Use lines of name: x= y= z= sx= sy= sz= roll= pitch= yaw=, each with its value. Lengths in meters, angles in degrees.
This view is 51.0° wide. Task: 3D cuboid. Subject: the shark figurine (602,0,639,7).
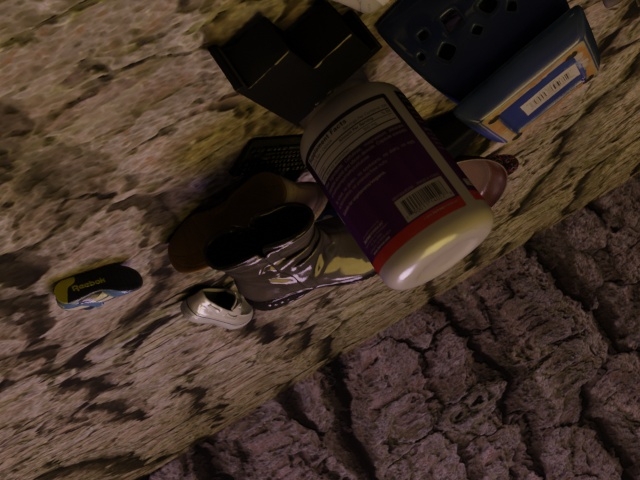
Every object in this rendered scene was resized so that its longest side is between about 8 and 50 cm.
shark figurine: x=0.480 y=-0.421 z=1.143 sx=0.278 sy=0.116 sz=0.166 roll=-25 pitch=159 yaw=-29

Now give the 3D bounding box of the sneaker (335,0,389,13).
sneaker: x=-0.027 y=-0.293 z=0.691 sx=0.121 sy=0.099 sz=0.262 roll=-33 pitch=155 yaw=25

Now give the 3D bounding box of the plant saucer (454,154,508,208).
plant saucer: x=0.290 y=-0.102 z=1.591 sx=0.311 sy=0.050 sz=0.310 roll=-16 pitch=148 yaw=-10

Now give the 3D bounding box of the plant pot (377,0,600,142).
plant pot: x=0.261 y=-0.283 z=0.972 sx=0.236 sy=0.212 sz=0.236 roll=-40 pitch=159 yaw=21

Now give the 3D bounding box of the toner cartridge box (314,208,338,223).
toner cartridge box: x=0.068 y=-0.014 z=1.445 sx=0.348 sy=0.075 sz=0.165 roll=-17 pitch=160 yaw=-9

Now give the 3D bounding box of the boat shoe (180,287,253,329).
boat shoe: x=-0.208 y=0.147 z=1.490 sx=0.076 sy=0.083 sz=0.226 roll=-39 pitch=160 yaw=21

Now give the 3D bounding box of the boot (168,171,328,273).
boot: x=-0.122 y=-0.028 z=1.182 sx=0.262 sy=0.095 sz=0.203 roll=-36 pitch=168 yaw=22

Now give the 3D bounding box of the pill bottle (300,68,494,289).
pill bottle: x=0.092 y=-0.100 z=0.977 sx=0.181 sy=0.323 sz=0.181 roll=-29 pitch=161 yaw=-11

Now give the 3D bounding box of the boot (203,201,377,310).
boot: x=0.000 y=0.000 z=1.073 sx=0.338 sy=0.118 sz=0.222 roll=-29 pitch=156 yaw=-3

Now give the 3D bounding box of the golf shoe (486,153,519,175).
golf shoe: x=0.431 y=-0.171 z=1.769 sx=0.186 sy=0.067 sz=0.086 roll=-24 pitch=168 yaw=5

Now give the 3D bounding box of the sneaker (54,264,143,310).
sneaker: x=-0.369 y=0.081 z=1.116 sx=0.144 sy=0.053 sz=0.059 roll=-11 pitch=152 yaw=-30

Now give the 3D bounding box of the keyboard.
keyboard: x=-0.069 y=-0.131 z=1.115 sx=0.180 sy=0.023 sz=0.108 roll=-12 pitch=153 yaw=-45

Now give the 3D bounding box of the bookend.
bookend: x=-0.027 y=-0.238 z=0.834 sx=0.156 sy=0.072 sz=0.157 roll=-40 pitch=160 yaw=17

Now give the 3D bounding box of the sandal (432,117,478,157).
sandal: x=0.163 y=-0.161 z=1.329 sx=0.446 sy=0.107 sz=0.167 roll=-34 pitch=165 yaw=-39
